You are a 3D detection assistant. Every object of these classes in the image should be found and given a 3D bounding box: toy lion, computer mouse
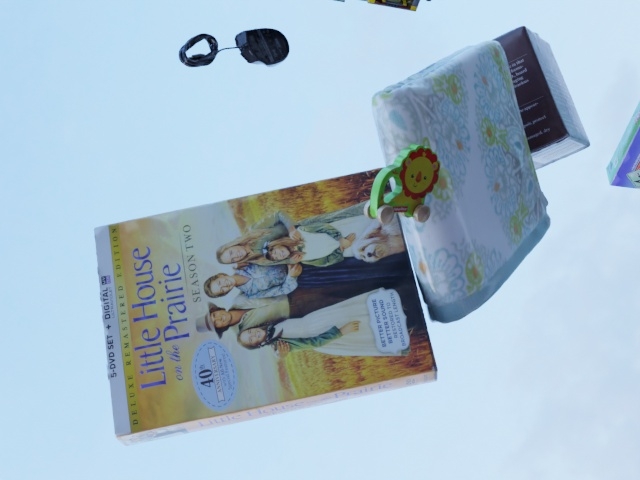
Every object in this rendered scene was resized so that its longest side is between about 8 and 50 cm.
[{"bbox_3d":[0.105,-0.071,1.190,0.100,0.034,0.096,-4,-72,-39],"label":"toy lion"},{"bbox_3d":[-0.143,-0.311,1.609,0.242,0.041,0.071,-16,-98,-45],"label":"computer mouse"}]

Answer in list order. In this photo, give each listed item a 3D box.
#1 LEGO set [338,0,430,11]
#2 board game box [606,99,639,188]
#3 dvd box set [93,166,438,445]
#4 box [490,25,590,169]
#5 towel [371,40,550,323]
[{"bbox_3d":[0.072,-0.548,1.712,0.255,0.331,0.192,-96,22,-48],"label":"LEGO set"},{"bbox_3d":[0.610,-0.195,1.538,0.317,0.214,0.046,100,175,-50],"label":"board game box"},{"bbox_3d":[-0.081,0.082,1.308,0.062,0.420,0.307,78,-179,-65],"label":"dvd box set"},{"bbox_3d":[0.327,-0.223,1.644,0.168,0.167,0.203,2,-113,-62],"label":"box"},{"bbox_3d":[0.205,-0.098,1.387,0.374,0.090,0.320,-37,-69,-53],"label":"towel"}]
